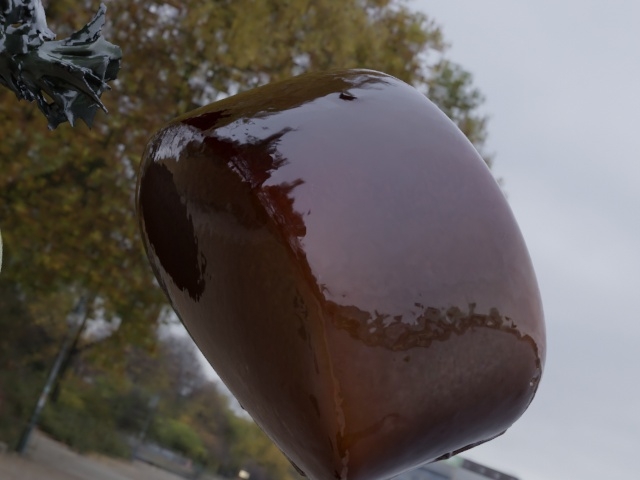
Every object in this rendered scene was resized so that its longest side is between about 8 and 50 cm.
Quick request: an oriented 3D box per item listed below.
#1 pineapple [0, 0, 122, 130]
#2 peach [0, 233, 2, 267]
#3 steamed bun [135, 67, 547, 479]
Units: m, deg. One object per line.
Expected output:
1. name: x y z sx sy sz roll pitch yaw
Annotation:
1. pineapple: -0.244 -0.137 0.763 0.251 0.125 0.125 15 -9 -19
2. peach: -0.523 0.021 1.417 0.316 0.314 0.281 51 -22 22
3. steamed bun: 0.000 0.000 0.977 0.235 0.248 0.379 -17 37 -22
